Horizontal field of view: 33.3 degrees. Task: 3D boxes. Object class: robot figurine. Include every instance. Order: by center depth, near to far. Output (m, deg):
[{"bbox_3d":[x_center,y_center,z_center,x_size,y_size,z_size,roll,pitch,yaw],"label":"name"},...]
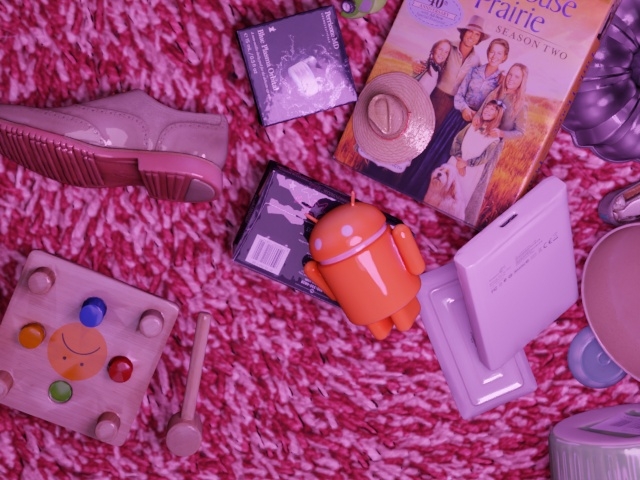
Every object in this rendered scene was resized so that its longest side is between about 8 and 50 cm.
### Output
[{"bbox_3d":[0.064,0.037,1.576,0.128,0.158,0.219,-34,103,-20],"label":"robot figurine"}]

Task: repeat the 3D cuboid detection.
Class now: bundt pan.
[{"bbox_3d":[0.527,-0.278,1.709,0.330,0.124,0.331,-1,100,-4],"label":"bundt pan"}]

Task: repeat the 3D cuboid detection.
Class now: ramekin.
[{"bbox_3d":[0.515,0.365,1.738,0.303,0.303,0.148,-9,93,-3],"label":"ramekin"}]

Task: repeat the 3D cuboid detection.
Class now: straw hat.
[{"bbox_3d":[0.101,-0.190,1.636,0.144,0.061,0.145,-1,87,21],"label":"straw hat"}]

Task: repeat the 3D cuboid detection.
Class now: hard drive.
[{"bbox_3d":[0.314,0.060,1.674,0.203,0.040,0.308,-38,143,-12],"label":"hard drive"}]

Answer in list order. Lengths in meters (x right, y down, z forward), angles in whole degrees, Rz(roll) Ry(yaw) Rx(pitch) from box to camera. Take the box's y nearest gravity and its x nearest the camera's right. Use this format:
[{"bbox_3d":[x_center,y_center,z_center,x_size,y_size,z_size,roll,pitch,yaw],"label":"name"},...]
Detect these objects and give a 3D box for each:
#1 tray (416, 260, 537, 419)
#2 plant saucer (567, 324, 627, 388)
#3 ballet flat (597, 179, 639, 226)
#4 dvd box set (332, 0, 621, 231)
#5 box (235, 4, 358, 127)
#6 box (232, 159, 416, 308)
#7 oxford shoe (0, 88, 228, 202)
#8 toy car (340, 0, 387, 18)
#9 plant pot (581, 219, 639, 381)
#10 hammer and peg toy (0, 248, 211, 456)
[{"bbox_3d":[0.262,0.164,1.810,0.145,0.030,0.270,-23,101,-2],"label":"tray"},{"bbox_3d":[0.486,0.201,1.840,0.119,0.021,0.119,-1,100,-4],"label":"plant saucer"},{"bbox_3d":[0.565,-0.081,1.774,0.213,0.068,0.072,-27,101,0],"label":"ballet flat"},{"bbox_3d":[0.238,-0.251,1.653,0.307,0.062,0.421,28,98,19],"label":"dvd box set"},{"bbox_3d":[-0.038,-0.274,1.675,0.158,0.093,0.156,-16,101,-3],"label":"box"},{"bbox_3d":[0.000,0.000,1.701,0.247,0.142,0.163,24,98,-8],"label":"box"},{"bbox_3d":[-0.336,-0.165,1.670,0.396,0.140,0.147,12,68,-2],"label":"oxford shoe"},{"bbox_3d":[0.103,-0.414,1.620,0.053,0.239,0.225,42,135,7],"label":"toy car"},{"bbox_3d":[0.595,0.077,1.727,0.191,0.284,0.284,-24,104,-37],"label":"plant pot"},{"bbox_3d":[-0.334,0.186,1.713,0.361,0.127,0.266,22,95,-8],"label":"hammer and peg toy"}]
